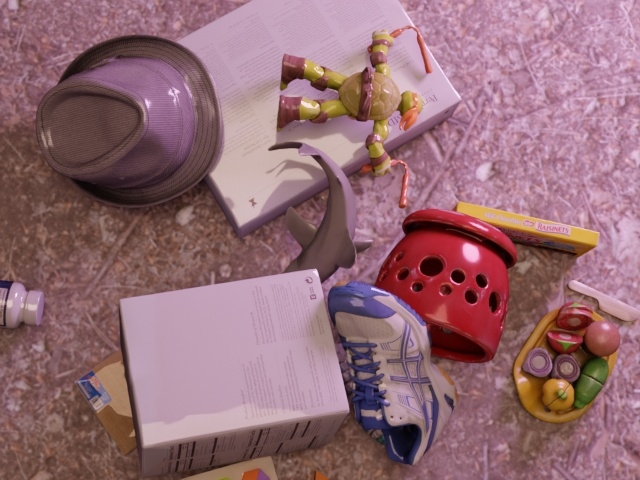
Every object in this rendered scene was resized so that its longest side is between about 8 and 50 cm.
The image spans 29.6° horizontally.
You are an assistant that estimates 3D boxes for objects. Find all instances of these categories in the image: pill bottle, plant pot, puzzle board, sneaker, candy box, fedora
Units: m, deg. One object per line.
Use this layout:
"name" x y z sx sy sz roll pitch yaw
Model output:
"pill bottle" -0.453 0.088 1.699 0.120 0.067 0.067 7 78 -2
"plant pot" 0.175 0.059 1.681 0.191 0.191 0.174 20 76 1
"puzzle board" -0.274 0.224 1.712 0.096 0.011 0.128 -36 82 -8
"sneaker" 0.089 0.181 1.598 0.296 0.112 0.131 54 52 -33
"sneaker" 0.075 0.208 1.712 0.076 0.065 0.166 -25 86 -16
"candy box" 0.288 -0.015 1.744 0.206 0.105 0.027 12 78 -1
"fedora" -0.285 -0.162 1.674 0.275 0.124 0.243 -2 97 25

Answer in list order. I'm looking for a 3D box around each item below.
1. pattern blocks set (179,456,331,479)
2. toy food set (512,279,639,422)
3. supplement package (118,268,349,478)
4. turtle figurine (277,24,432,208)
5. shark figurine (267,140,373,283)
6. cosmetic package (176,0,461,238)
"pattern blocks set" -0.104 0.390 1.656 0.285 0.026 0.325 -29 81 -19
"toy food set" 0.367 0.157 1.731 0.128 0.071 0.218 32 78 3
"supplement package" -0.123 0.180 1.607 0.263 0.198 0.199 -8 69 -12
"turtle figurine" 0.050 -0.184 1.679 0.217 0.087 0.269 5 80 -4
"shark figurine" 0.018 -0.022 1.672 0.166 0.278 0.116 -7 36 -17
"cosmetic package" -0.029 -0.220 1.771 0.377 0.097 0.284 -30 81 -8
